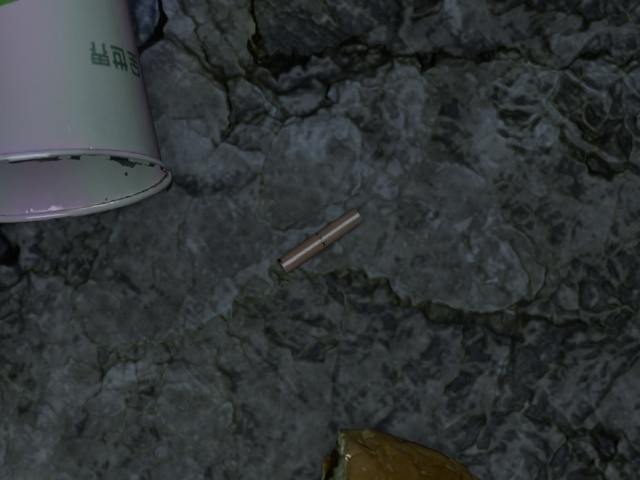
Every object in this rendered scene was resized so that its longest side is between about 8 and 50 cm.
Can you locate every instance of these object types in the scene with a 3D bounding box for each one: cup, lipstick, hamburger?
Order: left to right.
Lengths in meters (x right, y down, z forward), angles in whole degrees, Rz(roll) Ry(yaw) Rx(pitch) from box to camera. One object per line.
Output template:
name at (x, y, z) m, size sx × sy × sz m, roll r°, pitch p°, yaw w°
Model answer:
cup at (-0.274, -0.167, 1.822) m, size 0.253 × 0.253 × 0.273 m, roll -5°, pitch 80°, yaw -6°
lipstick at (0.000, 0.000, 1.937) m, size 0.094 × 0.019 × 0.019 m, roll -34°, pitch 89°, yaw -7°
hamburger at (0.100, 0.269, 1.868) m, size 0.208 × 0.135 × 0.155 m, roll 12°, pitch 86°, yaw -6°
